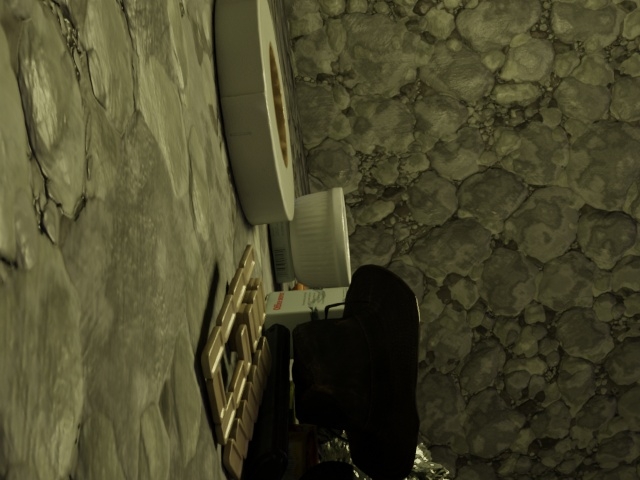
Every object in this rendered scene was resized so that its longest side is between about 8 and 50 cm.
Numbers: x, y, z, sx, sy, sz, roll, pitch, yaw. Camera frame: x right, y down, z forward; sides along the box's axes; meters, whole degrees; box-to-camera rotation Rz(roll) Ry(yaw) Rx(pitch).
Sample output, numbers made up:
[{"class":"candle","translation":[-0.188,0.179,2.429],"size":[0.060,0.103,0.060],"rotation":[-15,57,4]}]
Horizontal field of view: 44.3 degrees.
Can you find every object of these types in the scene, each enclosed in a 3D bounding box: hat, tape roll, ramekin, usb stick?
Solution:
[{"class":"hat","translation":[0.024,0.180,1.091],"size":[0.331,0.134,0.331],"rotation":[-177,-90,-73]},{"class":"tape roll","translation":[-0.102,-0.218,1.295],"size":[0.392,0.072,0.392],"rotation":[-6,90,-88]},{"class":"ramekin","translation":[0.000,0.000,1.598],"size":[0.207,0.109,0.207],"rotation":[-6,90,-86]},{"class":"usb stick","translation":[-0.067,0.213,1.048],"size":[0.278,0.045,0.077],"rotation":[-92,-157,-60]}]

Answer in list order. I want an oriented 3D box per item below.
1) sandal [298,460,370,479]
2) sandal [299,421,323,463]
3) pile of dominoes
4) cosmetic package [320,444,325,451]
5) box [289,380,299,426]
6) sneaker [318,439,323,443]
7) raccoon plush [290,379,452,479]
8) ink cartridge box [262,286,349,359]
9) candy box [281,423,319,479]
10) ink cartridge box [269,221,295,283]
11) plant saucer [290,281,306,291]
[{"class":"sandal","translation":[-0.015,0.436,0.971],"size":[0.167,0.107,0.446],"rotation":[46,25,-7]},{"class":"sandal","translation":[-0.017,0.456,1.580],"size":[0.097,0.054,0.254],"rotation":[-92,175,-63]},{"class":"pile of dominoes","translation":[-0.104,0.138,0.910],"size":[0.251,0.040,0.196],"rotation":[-76,163,-61]},{"class":"cosmetic package","translation":[0.021,0.385,2.267],"size":[0.284,0.097,0.377],"rotation":[74,9,-59]},{"class":"box","translation":[-0.055,0.309,1.267],"size":[0.105,0.043,0.179],"rotation":[-92,173,-75]},{"class":"sneaker","translation":[0.010,0.391,1.874],"size":[0.281,0.106,0.162],"rotation":[76,5,-68]},{"class":"raccoon plush","translation":[0.010,0.430,1.335],"size":[0.299,0.446,0.216],"rotation":[-2,117,-52]},{"class":"ink cartridge box","translation":[0.011,0.138,1.347],"size":[0.153,0.208,0.087],"rotation":[-79,165,-80]},{"class":"candy box","translation":[-0.035,0.372,1.147],"size":[0.109,0.053,0.186],"rotation":[3,82,-78]},{"class":"ink cartridge box","translation":[-0.077,-0.032,1.654],"size":[0.208,0.045,0.206],"rotation":[-70,154,-80]},{"class":"plant saucer","translation":[-0.046,0.196,1.863],"size":[0.200,0.037,0.200],"rotation":[-6,90,-87]}]
